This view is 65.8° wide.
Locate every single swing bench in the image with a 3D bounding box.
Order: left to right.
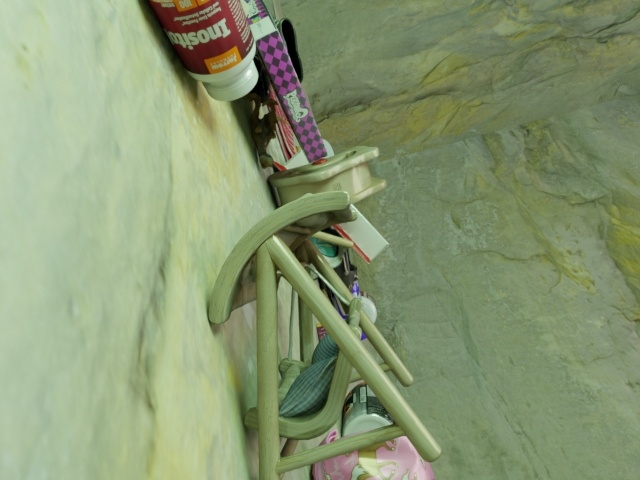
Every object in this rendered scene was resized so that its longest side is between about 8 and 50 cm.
[{"bbox_3d":[-0.002,0.092,0.547,0.253,0.165,0.254,10,61,-83],"label":"swing bench"}]

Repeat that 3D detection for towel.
[{"bbox_3d":[-0.104,-0.345,1.291,0.275,0.031,0.199,-96,170,-54],"label":"towel"}]

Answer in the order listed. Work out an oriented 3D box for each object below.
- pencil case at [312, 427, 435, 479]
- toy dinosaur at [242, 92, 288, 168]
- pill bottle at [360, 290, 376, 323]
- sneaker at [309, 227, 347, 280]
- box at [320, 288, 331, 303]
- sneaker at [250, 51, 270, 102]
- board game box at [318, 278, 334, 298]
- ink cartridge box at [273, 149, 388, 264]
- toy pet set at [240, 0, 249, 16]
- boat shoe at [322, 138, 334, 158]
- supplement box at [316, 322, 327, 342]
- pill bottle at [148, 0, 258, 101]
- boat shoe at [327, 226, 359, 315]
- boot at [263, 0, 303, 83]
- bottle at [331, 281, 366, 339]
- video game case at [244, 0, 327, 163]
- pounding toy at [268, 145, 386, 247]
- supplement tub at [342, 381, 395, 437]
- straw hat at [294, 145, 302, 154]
[{"bbox_3d":[0.092,0.428,0.594,0.167,0.160,0.386,43,30,-49],"label":"pencil case"},{"bbox_3d":[-0.101,-0.212,0.899,0.211,0.064,0.112,-83,175,-47],"label":"toy dinosaur"},{"bbox_3d":[0.136,0.248,1.731,0.216,0.121,0.121,-18,94,-84],"label":"pill bottle"},{"bbox_3d":[0.000,0.000,1.126,0.110,0.107,0.275,63,6,-8],"label":"sneaker"},{"bbox_3d":[0.033,0.243,1.217,0.164,0.021,0.201,68,9,-57],"label":"box"},{"bbox_3d":[-0.123,-0.332,0.942,0.089,0.051,0.170,73,8,-71],"label":"sneaker"},{"bbox_3d":[0.003,0.064,1.345,0.126,0.026,0.186,7,69,-84],"label":"board game box"},{"bbox_3d":[0.032,-0.077,1.119,0.296,0.066,0.261,47,4,3],"label":"ink cartridge box"},{"bbox_3d":[-0.145,-0.274,0.653,0.122,0.065,0.114,-67,178,-76],"label":"toy pet set"},{"bbox_3d":[0.014,-0.199,1.722,0.102,0.108,0.301,53,26,-76],"label":"boat shoe"},{"bbox_3d":[0.023,0.219,1.057,0.055,0.043,0.083,67,10,-61],"label":"supplement box"},{"bbox_3d":[-0.119,-0.226,0.523,0.152,0.086,0.086,67,10,-56],"label":"pill bottle"},{"bbox_3d":[0.058,0.038,1.317,0.112,0.095,0.335,-76,152,-78],"label":"boat shoe"},{"bbox_3d":[-0.096,-0.441,1.009,0.161,0.083,0.246,31,-39,57],"label":"boot"},{"bbox_3d":[0.072,0.154,1.459,0.118,0.092,0.282,-100,175,-79],"label":"bottle"},{"bbox_3d":[-0.066,-0.273,0.807,0.232,0.042,0.210,63,3,-48],"label":"video game case"},{"bbox_3d":[0.004,-0.070,0.928,0.154,0.269,0.154,9,-60,52],"label":"pounding toy"},{"bbox_3d":[0.106,0.390,1.085,0.190,0.117,0.117,-55,131,-83],"label":"supplement tub"},{"bbox_3d":[-0.049,-0.242,1.421,0.144,0.061,0.144,-14,90,-85],"label":"straw hat"}]
